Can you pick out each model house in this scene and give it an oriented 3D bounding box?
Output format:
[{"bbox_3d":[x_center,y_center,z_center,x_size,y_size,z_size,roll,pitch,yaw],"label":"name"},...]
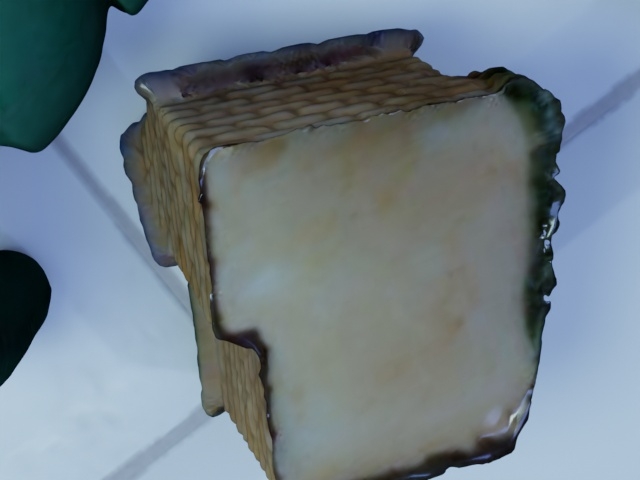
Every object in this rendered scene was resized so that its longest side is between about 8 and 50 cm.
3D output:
[{"bbox_3d":[0.000,0.000,0.791,0.166,0.172,0.183,-13,114,-20],"label":"model house"}]

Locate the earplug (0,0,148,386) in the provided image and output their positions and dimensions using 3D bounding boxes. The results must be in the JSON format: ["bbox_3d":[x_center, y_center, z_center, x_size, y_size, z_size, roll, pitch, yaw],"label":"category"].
[{"bbox_3d":[-0.136,-0.073,0.707,0.280,0.164,0.257,-49,125,4],"label":"earplug"}]
